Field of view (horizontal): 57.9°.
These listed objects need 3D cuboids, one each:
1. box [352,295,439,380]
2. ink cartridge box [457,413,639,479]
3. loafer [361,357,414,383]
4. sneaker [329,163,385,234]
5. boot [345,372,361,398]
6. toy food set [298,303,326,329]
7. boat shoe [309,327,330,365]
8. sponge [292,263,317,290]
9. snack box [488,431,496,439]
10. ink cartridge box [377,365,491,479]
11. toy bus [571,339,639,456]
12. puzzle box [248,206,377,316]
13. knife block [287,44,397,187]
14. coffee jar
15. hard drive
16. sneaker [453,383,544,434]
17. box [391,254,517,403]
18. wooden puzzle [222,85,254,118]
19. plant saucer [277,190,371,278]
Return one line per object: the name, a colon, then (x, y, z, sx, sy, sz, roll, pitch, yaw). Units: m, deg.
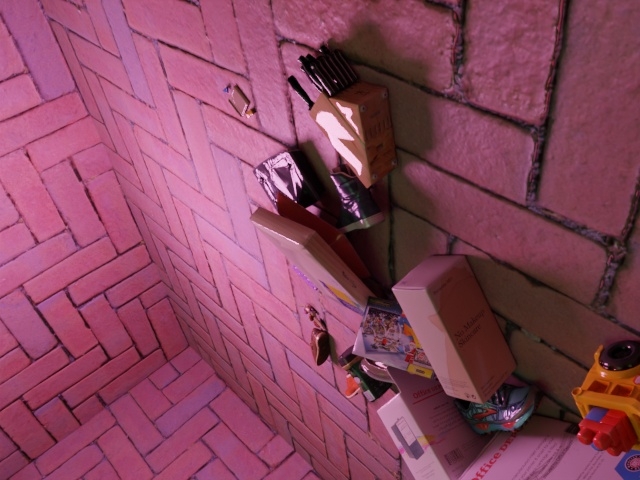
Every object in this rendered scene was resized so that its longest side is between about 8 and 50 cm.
box: (0.208, 0.244, 1.467, 0.233, 0.159, 0.044, 11, 169, 35)
ink cartridge box: (0.523, 0.545, 1.219, 0.395, 0.285, 0.166, -6, 117, 60)
loafer: (0.230, 0.379, 1.735, 0.251, 0.094, 0.087, 12, 108, 41)
sneaker: (0.071, -0.103, 1.420, 0.163, 0.086, 0.226, 65, 161, -2)
boot: (0.119, 0.518, 2.098, 0.084, 0.059, 0.158, 51, 145, 13)
toy food set: (-0.028, 0.271, 2.083, 0.122, 0.019, 0.078, 54, 155, -17)
boat shoe: (-0.005, 0.391, 2.141, 0.060, 0.064, 0.177, 39, 144, 37)
sponge: (-0.034, 0.066, 1.837, 0.117, 0.031, 0.210, 44, 151, 19)
snack box: (0.436, 0.553, 1.608, 0.207, 0.070, 0.174, 21, 138, 45)
ink cartridge box: (0.294, 0.481, 1.501, 0.353, 0.207, 0.119, 60, 135, 25)
toy bus: (0.543, 0.288, 0.973, 0.220, 0.211, 0.149, -7, 114, 58)
puzzle box: (0.003, 0.076, 1.598, 0.272, 0.052, 0.409, 24, 162, 49)
knife block: (0.039, -0.275, 1.260, 0.242, 0.088, 0.275, 28, 144, 43)
coffee jar: (0.144, 0.433, 1.907, 0.184, 0.096, 0.079, 52, 151, 6)
hard drive: (-0.090, -0.166, 1.631, 0.172, 0.054, 0.255, 59, 153, -10)
sneaker: (0.410, 0.386, 1.379, 0.125, 0.104, 0.262, 45, 143, 2)
box: (0.307, 0.198, 1.320, 0.121, 0.148, 0.311, -4, 120, 58)
wooden puzzle: (-0.230, -0.393, 1.637, 0.116, 0.014, 0.078, 55, 149, -3)
plant saucer: (0.000, 0.000, 1.589, 0.259, 0.047, 0.258, 33, 168, 33)
